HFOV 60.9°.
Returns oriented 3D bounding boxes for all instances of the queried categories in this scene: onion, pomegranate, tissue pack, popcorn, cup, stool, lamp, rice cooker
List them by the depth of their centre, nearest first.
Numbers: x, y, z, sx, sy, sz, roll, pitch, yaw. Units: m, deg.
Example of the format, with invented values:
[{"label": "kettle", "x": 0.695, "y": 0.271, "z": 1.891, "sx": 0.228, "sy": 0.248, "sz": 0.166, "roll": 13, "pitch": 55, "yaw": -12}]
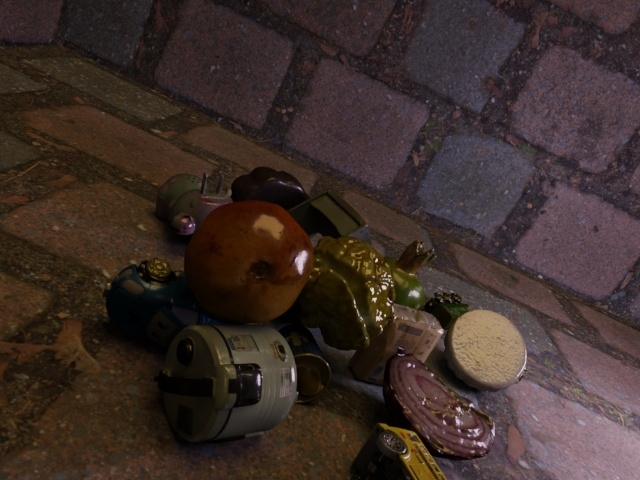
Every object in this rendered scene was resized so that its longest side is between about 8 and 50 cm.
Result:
[{"label": "rice cooker", "x": -0.180, "y": 0.270, "z": 1.041, "sx": 0.244, "sy": 0.226, "sz": 0.226, "roll": 12, "pitch": 24, "yaw": -42}, {"label": "pomegranate", "x": -0.146, "y": 0.045, "z": 1.101, "sx": 0.264, "sy": 0.264, "sz": 0.264, "roll": 23, "pitch": 20, "yaw": -9}, {"label": "cup", "x": -0.075, "y": 0.286, "z": 1.289, "sx": 0.176, "sy": 0.131, "sz": 0.155, "roll": -4, "pitch": 22, "yaw": -9}, {"label": "onion", "x": 0.241, "y": 0.418, "z": 1.294, "sx": 0.314, "sy": 0.146, "sz": 0.280, "roll": 45, "pitch": 25, "yaw": 22}, {"label": "popcorn", "x": 0.059, "y": 0.133, "z": 1.342, "sx": 0.246, "sy": 0.282, "sz": 0.282, "roll": -1, "pitch": 0, "yaw": 38}, {"label": "tissue pack", "x": 0.205, "y": 0.284, "z": 1.465, "sx": 0.186, "sy": 0.222, "sz": 0.090, "roll": 16, "pitch": 20, "yaw": -27}, {"label": "lamp", "x": -0.375, "y": -0.113, "z": 1.696, "sx": 0.247, "sy": 0.248, "sz": 0.301, "roll": 4, "pitch": 24, "yaw": -37}, {"label": "pomegranate", "x": 0.255, "y": 0.130, "z": 1.795, "sx": 0.235, "sy": 0.302, "sz": 0.236, "roll": 22, "pitch": 30, "yaw": -14}, {"label": "stool", "x": 0.000, "y": 0.000, "z": 1.802, "sx": 0.269, "sy": 0.170, "sz": 0.244, "roll": -28, "pitch": 44, "yaw": -13}]

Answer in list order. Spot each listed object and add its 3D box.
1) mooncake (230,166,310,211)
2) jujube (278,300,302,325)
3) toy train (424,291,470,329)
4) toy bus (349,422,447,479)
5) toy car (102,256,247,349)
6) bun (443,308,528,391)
[{"label": "mooncake", "x": -0.181, "y": -0.113, "z": 1.889, "sx": 0.306, "sy": 0.306, "sz": 0.154, "roll": 13, "pitch": 24, "yaw": -34}, {"label": "jujube", "x": -0.020, "y": 0.167, "z": 1.551, "sx": 0.250, "sy": 0.174, "sz": 0.174, "roll": 15, "pitch": 23, "yaw": -33}, {"label": "toy train", "x": 0.491, "y": 0.269, "z": 2.063, "sx": 0.225, "sy": 0.090, "sz": 0.137, "roll": 6, "pitch": 36, "yaw": -45}, {"label": "toy bus", "x": 0.184, "y": 0.508, "z": 1.008, "sx": 0.152, "sy": 0.144, "sz": 0.330, "roll": 18, "pitch": 19, "yaw": -31}, {"label": "toy car", "x": -0.314, "y": 0.164, "z": 1.189, "sx": 0.314, "sy": 0.198, "sz": 0.166, "roll": 17, "pitch": 39, "yaw": -27}, {"label": "bun", "x": 0.507, "y": 0.367, "z": 1.744, "sx": 0.263, "sy": 0.175, "sz": 0.263, "roll": 4, "pitch": 61, "yaw": -7}]
